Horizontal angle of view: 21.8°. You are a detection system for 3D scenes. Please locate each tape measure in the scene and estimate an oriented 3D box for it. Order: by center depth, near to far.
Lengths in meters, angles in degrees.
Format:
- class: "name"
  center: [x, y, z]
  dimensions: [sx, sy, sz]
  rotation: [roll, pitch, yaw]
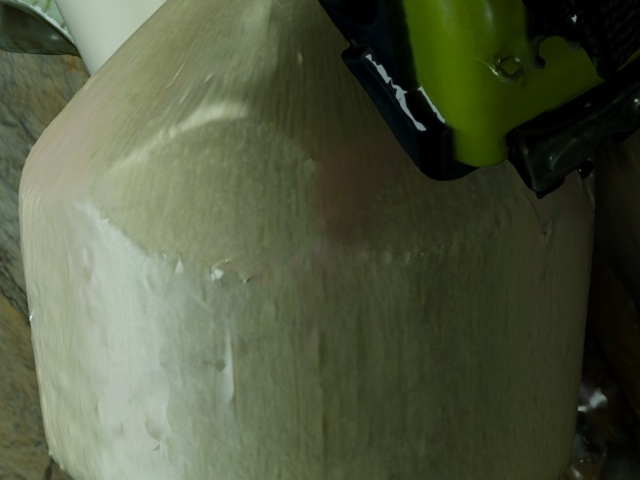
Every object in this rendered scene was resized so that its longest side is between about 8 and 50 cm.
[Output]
- class: "tape measure"
  center: [0.024, -0.122, 0.395]
  dimensions: [0.199, 0.112, 0.186]
  rotation: [53, 176, 19]

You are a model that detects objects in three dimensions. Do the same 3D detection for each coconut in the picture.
- class: "coconut"
  center: [0.000, 0.000, 0.608]
  dimensions: [0.224, 0.224, 0.234]
  rotation: [-148, 59, -74]

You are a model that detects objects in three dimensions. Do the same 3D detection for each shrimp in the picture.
- class: "shrimp"
  center: [0.111, 0.070, 0.664]
  dimensions: [0.187, 0.052, 0.132]
  rotation: [60, 172, 37]

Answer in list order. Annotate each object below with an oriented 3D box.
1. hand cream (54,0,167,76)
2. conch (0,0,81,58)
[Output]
- class: "hand cream"
  center: [-0.038, -0.045, 0.916]
  dimensions: [0.118, 0.185, 0.358]
  rotation: [-32, 80, 40]
- class: "conch"
  center: [-0.165, -0.194, 1.211]
  dimensions: [0.386, 0.169, 0.203]
  rotation: [27, -170, 9]
